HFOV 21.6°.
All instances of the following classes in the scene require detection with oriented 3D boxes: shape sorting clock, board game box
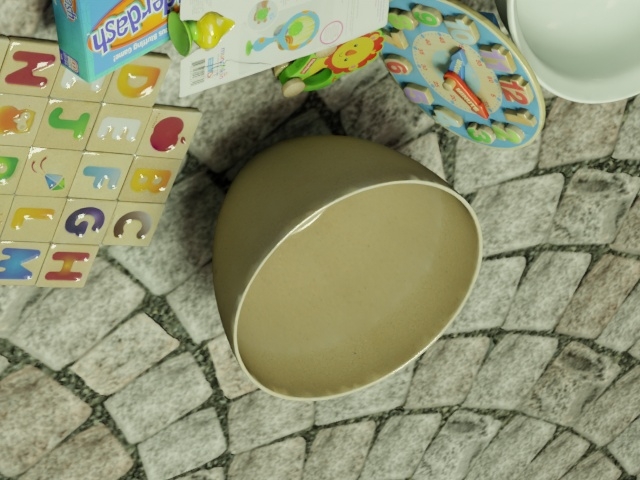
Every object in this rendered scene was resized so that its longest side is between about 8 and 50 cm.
[{"bbox_3d":[0.137,-0.168,1.691,0.040,0.206,0.206,-52,145,-27],"label":"shape sorting clock"},{"bbox_3d":[-0.166,-0.263,1.481,0.160,0.047,0.210,-34,143,-30],"label":"board game box"}]

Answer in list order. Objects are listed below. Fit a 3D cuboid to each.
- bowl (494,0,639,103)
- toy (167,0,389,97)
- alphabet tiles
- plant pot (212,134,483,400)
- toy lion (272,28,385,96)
[{"bbox_3d":[0.281,-0.299,1.701,0.298,0.134,0.298,-17,127,-23],"label":"bowl"},{"bbox_3d":[-0.040,-0.233,1.570,0.237,0.056,0.137,-26,142,-28],"label":"toy"},{"bbox_3d":[-0.289,-0.069,1.632,0.342,0.011,0.285,3,125,-36],"label":"alphabet tiles"},{"bbox_3d":[0.000,0.000,1.754,0.284,0.191,0.284,-18,135,-19],"label":"plant pot"},{"bbox_3d":[0.014,-0.187,1.699,0.096,0.034,0.100,-2,146,-41],"label":"toy lion"}]
